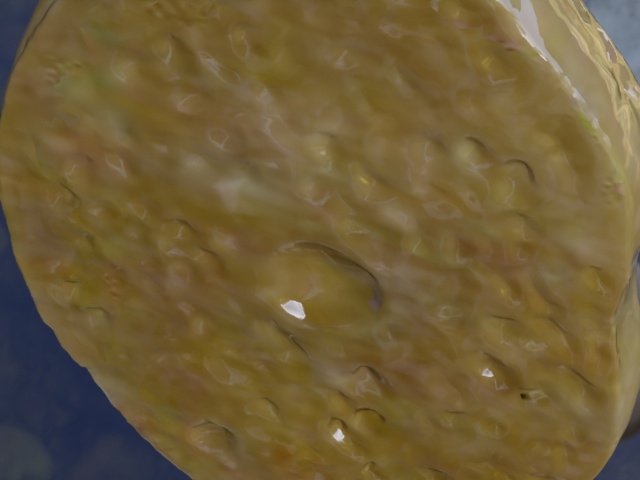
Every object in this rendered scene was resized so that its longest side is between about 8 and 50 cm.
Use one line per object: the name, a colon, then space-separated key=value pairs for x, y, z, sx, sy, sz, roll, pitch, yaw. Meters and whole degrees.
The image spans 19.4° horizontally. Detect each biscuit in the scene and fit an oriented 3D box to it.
biscuit: x=0.000 y=0.000 z=0.397 sx=0.142 sy=0.220 sz=0.029 roll=7 pitch=47 yaw=16
